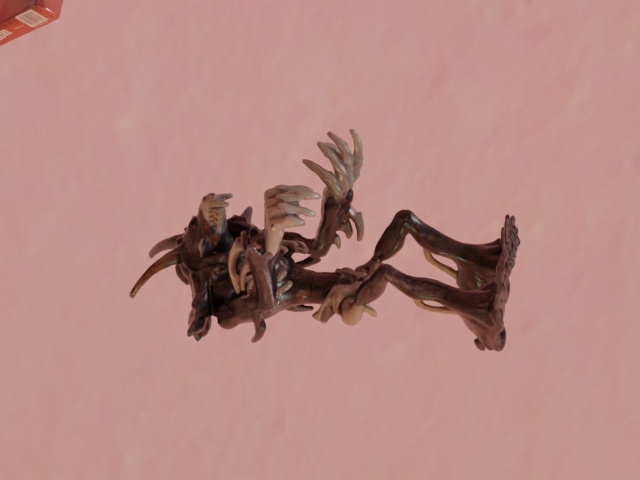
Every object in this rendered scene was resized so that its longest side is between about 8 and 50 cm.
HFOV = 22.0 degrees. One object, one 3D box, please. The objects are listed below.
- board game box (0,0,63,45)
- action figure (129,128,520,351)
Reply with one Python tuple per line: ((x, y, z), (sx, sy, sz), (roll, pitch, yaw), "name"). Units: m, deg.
((-0.249, -0.299, 1.441), (0.027, 0.145, 0.281), (29, 60, -38), "board game box")
((0.000, 0.000, 1.166), (0.276, 0.164, 0.141), (6, 121, 10), "action figure")
